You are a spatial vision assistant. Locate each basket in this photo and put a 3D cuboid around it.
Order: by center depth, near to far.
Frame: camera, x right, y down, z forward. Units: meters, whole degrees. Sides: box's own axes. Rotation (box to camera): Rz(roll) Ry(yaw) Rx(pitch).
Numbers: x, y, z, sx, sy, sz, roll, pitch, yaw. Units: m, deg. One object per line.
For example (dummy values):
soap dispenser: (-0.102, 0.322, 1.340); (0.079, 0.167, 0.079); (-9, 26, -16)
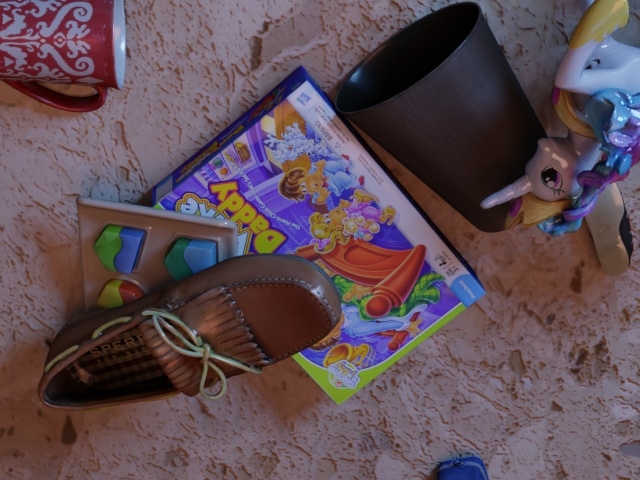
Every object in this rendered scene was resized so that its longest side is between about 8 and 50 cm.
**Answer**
basket: (0.165, -0.130, 1.493); (0.204, 0.154, 0.227); (-27, 119, 33)

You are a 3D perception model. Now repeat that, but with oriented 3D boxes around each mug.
mug: (-0.304, -0.206, 1.433); (0.169, 0.113, 0.150); (0, 109, -3)

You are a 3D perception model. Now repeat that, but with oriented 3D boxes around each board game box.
board game box: (0.000, 0.000, 1.561); (0.233, 0.078, 0.347); (-39, 110, 9)

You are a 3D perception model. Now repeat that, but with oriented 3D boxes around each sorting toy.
sorting toy: (-0.191, 0.048, 1.523); (0.193, 0.038, 0.208); (9, 128, 10)

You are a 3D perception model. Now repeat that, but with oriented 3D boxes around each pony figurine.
pony figurine: (0.353, -0.168, 1.361); (0.351, 0.303, 0.363); (-9, 133, -19)

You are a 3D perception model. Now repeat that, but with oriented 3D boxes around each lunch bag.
lunch bag: (0.190, 0.332, 1.718); (0.067, 0.065, 0.098); (-11, 114, 14)

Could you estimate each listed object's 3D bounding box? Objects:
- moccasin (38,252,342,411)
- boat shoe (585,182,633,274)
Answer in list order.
moccasin: (-0.152, 0.112, 1.444); (0.380, 0.147, 0.139); (-11, 118, 22)
boat shoe: (0.358, -0.024, 1.614); (0.049, 0.042, 0.133); (-7, 113, 23)
